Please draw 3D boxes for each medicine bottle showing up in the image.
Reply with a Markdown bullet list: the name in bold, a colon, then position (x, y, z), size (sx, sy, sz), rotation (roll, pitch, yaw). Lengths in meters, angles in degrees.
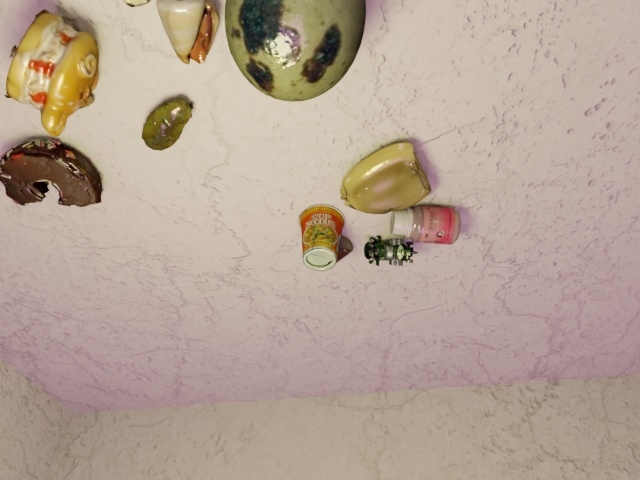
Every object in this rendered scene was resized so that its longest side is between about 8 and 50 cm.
- **medicine bottle**: position (0.393, -0.061, 1.805), size (0.247, 0.147, 0.147), rotation (4, 136, -3)

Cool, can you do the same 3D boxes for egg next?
- **egg**: position (-0.056, -0.557, 1.166), size (0.345, 0.345, 0.428), rotation (13, 125, -10)

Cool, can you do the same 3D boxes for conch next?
- **conch**: position (-0.369, -0.607, 1.313), size (0.158, 0.127, 0.255), rotation (-15, 166, -23)

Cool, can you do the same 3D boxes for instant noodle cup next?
- **instant noodle cup**: position (0.000, 0.000, 1.838), size (0.193, 0.212, 0.193), rotation (2, 137, 2)

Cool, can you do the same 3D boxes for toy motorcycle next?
- **toy motorcycle**: position (0.272, 0.042, 1.878), size (0.187, 0.124, 0.275), rotation (1, 180, -5)

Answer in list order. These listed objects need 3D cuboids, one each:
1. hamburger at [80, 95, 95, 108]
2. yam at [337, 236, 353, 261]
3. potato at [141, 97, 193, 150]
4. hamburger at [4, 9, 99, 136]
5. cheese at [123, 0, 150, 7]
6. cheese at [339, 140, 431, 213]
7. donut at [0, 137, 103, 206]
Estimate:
- **hamburger**: position (-0.812, -0.458, 1.491), size (0.176, 0.087, 0.102), rotation (-1, 138, 8)
- **yam**: position (0.064, 0.051, 1.987), size (0.079, 0.079, 0.141), rotation (35, 127, -29)
- **potato**: position (-0.501, -0.378, 1.556), size (0.117, 0.090, 0.225), rotation (22, 132, -40)
- **hamburger**: position (-0.738, -0.458, 1.337), size (0.186, 0.302, 0.261), rotation (29, 162, -20)
- **cheese**: position (-0.497, -0.734, 1.212), size (0.127, 0.050, 0.255), rotation (-6, 136, 10)
- **cheese**: position (0.218, -0.199, 1.690), size (0.316, 0.128, 0.259), rotation (-25, 122, 18)
- **donut**: position (-0.970, -0.241, 1.696), size (0.345, 0.136, 0.259), rotation (-3, 134, 5)
